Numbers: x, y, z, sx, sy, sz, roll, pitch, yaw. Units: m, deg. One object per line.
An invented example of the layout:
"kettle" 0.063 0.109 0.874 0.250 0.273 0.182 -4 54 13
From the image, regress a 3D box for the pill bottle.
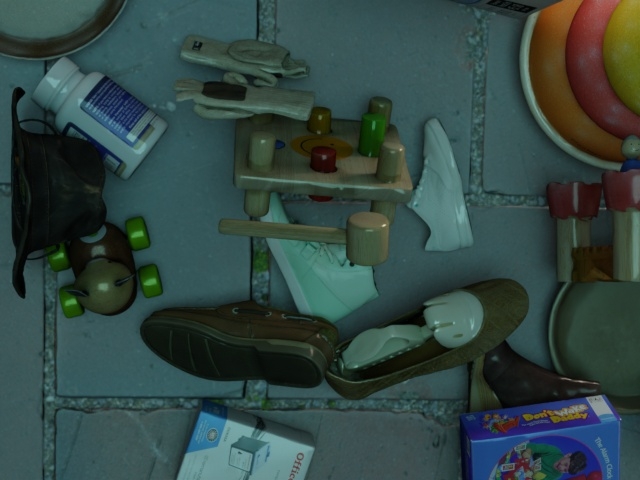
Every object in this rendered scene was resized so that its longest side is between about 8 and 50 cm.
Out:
"pill bottle" -0.333 -0.187 1.843 0.187 0.112 0.112 38 91 -8

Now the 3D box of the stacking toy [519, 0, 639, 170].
"stacking toy" 0.500 -0.262 1.722 0.351 0.480 0.350 -1 96 -5

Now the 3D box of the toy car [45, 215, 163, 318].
"toy car" -0.327 0.049 1.828 0.155 0.188 0.149 -15 97 -4

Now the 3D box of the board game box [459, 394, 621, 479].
"board game box" 0.346 0.425 1.929 0.233 0.078 0.347 -7 113 -4

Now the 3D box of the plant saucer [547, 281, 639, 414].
"plant saucer" 0.499 0.143 1.984 0.278 0.041 0.278 -1 96 -6

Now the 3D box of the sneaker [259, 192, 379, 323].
"sneaker" 0.000 0.000 1.898 0.151 0.094 0.256 -24 107 4

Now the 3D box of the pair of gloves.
"pair of gloves" -0.112 -0.233 1.808 0.204 0.240 0.042 4 122 -5

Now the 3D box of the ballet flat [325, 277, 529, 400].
"ballet flat" 0.147 0.144 1.863 0.342 0.124 0.116 -23 64 18

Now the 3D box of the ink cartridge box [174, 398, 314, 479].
"ink cartridge box" -0.120 0.349 1.930 0.191 0.082 0.139 18 94 -5

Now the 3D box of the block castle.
"block castle" 0.591 -0.040 1.821 0.453 0.303 0.213 1 88 -10

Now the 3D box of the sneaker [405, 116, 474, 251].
"sneaker" 0.175 -0.083 1.920 0.094 0.080 0.212 -12 98 8

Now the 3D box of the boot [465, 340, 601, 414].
"boot" 0.339 0.217 1.948 0.207 0.090 0.248 2 107 1

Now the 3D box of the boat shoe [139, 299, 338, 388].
"boat shoe" -0.122 0.150 1.893 0.307 0.104 0.110 11 134 15

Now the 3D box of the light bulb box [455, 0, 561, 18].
"light bulb box" 0.183 -0.481 1.736 0.361 0.358 0.225 13 92 -5

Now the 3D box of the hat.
"hat" -0.375 -0.066 1.752 0.134 0.331 0.331 1 96 -15

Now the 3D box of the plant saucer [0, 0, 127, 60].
"plant saucer" -0.431 -0.425 1.843 0.311 0.050 0.310 0 95 -5

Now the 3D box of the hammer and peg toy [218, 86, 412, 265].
"hammer and peg toy" -0.005 -0.105 1.761 0.266 0.361 0.127 5 117 -4
